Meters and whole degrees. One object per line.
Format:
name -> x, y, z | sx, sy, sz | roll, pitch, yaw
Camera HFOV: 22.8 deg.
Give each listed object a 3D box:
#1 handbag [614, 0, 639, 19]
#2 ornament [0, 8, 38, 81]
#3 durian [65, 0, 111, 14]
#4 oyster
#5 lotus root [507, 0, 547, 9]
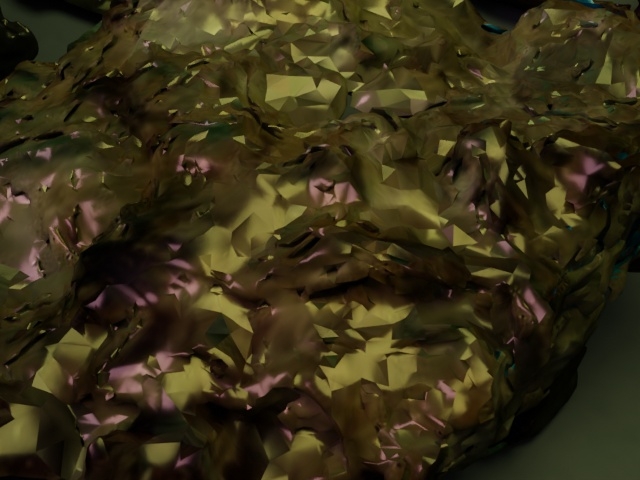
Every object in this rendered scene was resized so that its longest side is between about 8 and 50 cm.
handbag -> 0.213, -0.065, 0.558 | 0.216, 0.074, 0.203 | 22, 45, 12
ornament -> -0.222, -0.119, 0.499 | 0.202, 0.080, 0.236 | -24, 55, -28
durian -> -0.094, -0.197, 0.605 | 0.305, 0.185, 0.195 | 12, 20, 10
oyster -> -0.001, -0.006, 0.434 | 0.259, 0.092, 0.198 | -3, 47, -11
lotus root -> 0.062, -0.111, 0.597 | 0.083, 0.030, 0.037 | 33, 16, 15
